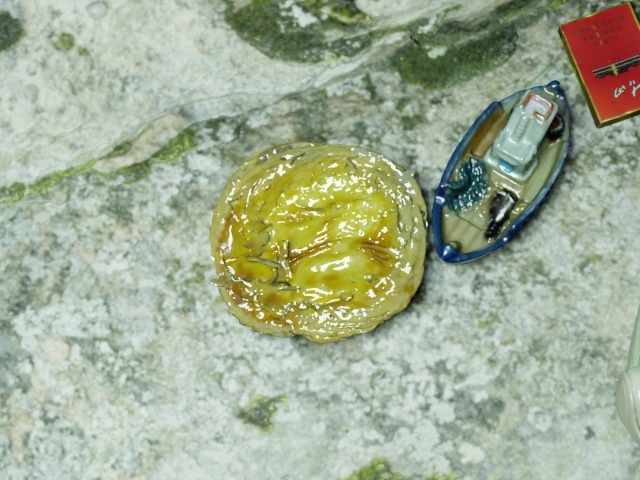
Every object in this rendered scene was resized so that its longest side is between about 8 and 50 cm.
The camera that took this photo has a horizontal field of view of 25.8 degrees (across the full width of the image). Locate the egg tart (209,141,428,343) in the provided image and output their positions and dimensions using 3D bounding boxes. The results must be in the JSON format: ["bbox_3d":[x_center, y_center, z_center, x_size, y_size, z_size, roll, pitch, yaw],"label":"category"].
[{"bbox_3d":[0.000,0.000,1.535,0.252,0.098,0.232,-27,81,-2],"label":"egg tart"}]

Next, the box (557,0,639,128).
[{"bbox_3d":[0.339,-0.204,1.615,0.090,0.023,0.133,-18,74,-1],"label":"box"}]

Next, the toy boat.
[{"bbox_3d":[0.201,-0.080,1.536,0.114,0.115,0.262,30,77,10],"label":"toy boat"}]

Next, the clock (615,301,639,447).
[{"bbox_3d":[0.449,0.148,1.450,0.265,0.109,0.324,21,69,7],"label":"clock"}]
